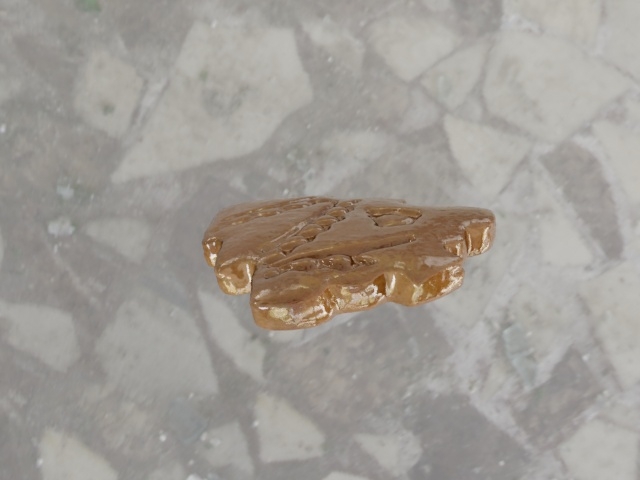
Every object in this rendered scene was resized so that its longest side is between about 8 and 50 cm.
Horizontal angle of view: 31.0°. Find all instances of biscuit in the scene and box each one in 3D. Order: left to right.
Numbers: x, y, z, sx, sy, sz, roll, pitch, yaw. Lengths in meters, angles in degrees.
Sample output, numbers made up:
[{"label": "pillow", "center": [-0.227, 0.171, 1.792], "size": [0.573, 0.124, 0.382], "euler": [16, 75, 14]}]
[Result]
[{"label": "biscuit", "center": [0.000, 0.000, 1.073], "size": [0.284, 0.306, 0.043], "euler": [-23, 116, -38]}]
